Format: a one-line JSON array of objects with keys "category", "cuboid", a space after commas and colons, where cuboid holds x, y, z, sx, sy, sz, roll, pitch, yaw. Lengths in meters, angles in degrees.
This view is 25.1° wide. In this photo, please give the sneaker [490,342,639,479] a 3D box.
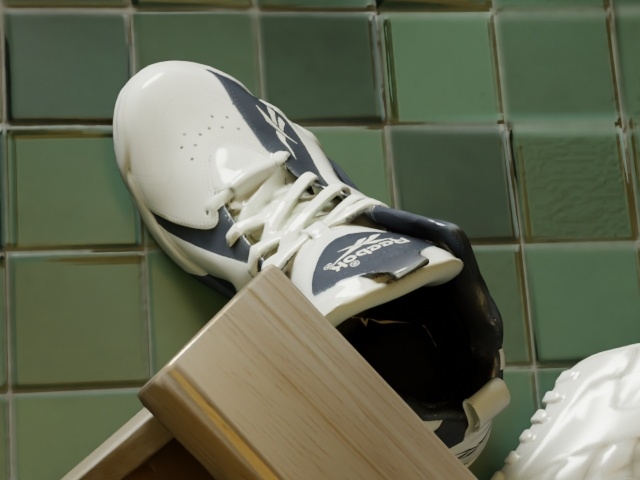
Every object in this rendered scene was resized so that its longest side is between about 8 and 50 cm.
[{"category": "sneaker", "cuboid": [0.121, 0.114, 0.653, 0.235, 0.090, 0.095, -32, 59, -11]}]

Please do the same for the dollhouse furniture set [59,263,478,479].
[{"category": "dollhouse furniture set", "cuboid": [-0.117, 0.224, 0.395, 0.362, 0.256, 0.394, 47, 43, -2]}]

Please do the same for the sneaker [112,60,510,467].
[{"category": "sneaker", "cuboid": [0.000, 0.000, 0.614, 0.094, 0.153, 0.235, -31, 83, -17]}]
